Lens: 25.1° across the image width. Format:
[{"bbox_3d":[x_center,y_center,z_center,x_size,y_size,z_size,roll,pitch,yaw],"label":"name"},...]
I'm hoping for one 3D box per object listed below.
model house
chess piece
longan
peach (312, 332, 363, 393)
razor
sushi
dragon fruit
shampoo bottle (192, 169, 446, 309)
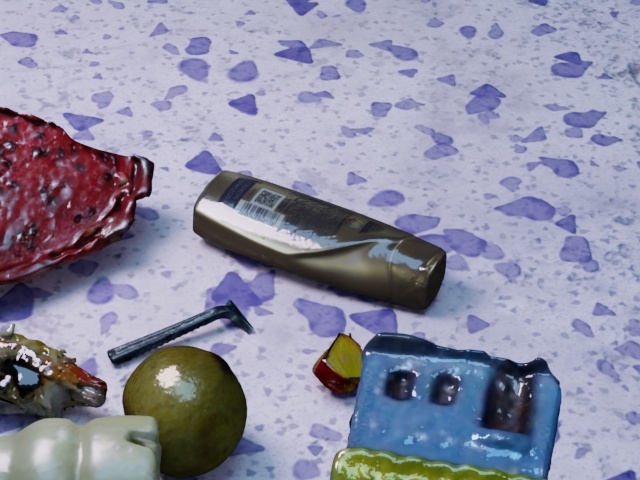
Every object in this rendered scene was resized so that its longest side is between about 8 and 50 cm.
[{"bbox_3d":[0.123,0.287,1.537,0.237,0.215,0.303,9,45,8],"label":"model house"},{"bbox_3d":[-0.391,0.270,1.522,0.442,0.234,0.234,1,39,-6],"label":"chess piece"},{"bbox_3d":[-0.167,0.204,1.678,0.176,0.145,0.155,-41,15,10],"label":"longan"},{"bbox_3d":[0.020,0.155,1.805,0.077,0.050,0.083,7,43,-33],"label":"peach"},{"bbox_3d":[-0.185,0.117,1.858,0.190,0.033,0.066,-19,43,-23],"label":"razor"},{"bbox_3d":[-0.366,0.160,1.745,0.226,0.097,0.103,12,44,15],"label":"sushi"},{"bbox_3d":[-0.412,-0.027,1.985,0.329,0.228,0.286,9,69,-22],"label":"dragon fruit"},{"bbox_3d":[0.000,0.000,1.969,0.350,0.084,0.125,18,45,18],"label":"shampoo bottle"}]
